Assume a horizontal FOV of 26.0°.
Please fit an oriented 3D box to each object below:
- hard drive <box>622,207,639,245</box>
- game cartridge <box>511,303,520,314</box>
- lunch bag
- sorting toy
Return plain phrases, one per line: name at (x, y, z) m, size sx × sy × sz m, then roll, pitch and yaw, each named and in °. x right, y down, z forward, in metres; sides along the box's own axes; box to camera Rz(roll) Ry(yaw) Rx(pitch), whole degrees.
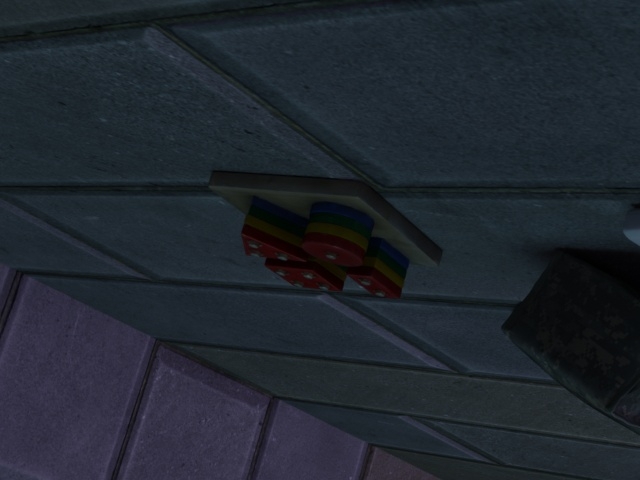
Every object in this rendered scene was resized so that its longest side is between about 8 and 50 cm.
hard drive at (0.527, 0.007, 1.562) m, size 0.203 × 0.040 × 0.307 m, roll 28°, pitch 161°, yaw -34°
game cartridge at (0.332, 0.121, 2.185) m, size 0.056 × 0.017 × 0.083 m, roll 19°, pitch 164°, yaw 3°
lunch bag at (0.429, 0.166, 1.862) m, size 0.287 × 0.169 × 0.235 m, roll 34°, pitch -176°, yaw -41°
sorting toy at (0.000, 0.000, 1.974) m, size 0.257 × 0.089 × 0.255 m, roll 6°, pitch 161°, yaw 34°
